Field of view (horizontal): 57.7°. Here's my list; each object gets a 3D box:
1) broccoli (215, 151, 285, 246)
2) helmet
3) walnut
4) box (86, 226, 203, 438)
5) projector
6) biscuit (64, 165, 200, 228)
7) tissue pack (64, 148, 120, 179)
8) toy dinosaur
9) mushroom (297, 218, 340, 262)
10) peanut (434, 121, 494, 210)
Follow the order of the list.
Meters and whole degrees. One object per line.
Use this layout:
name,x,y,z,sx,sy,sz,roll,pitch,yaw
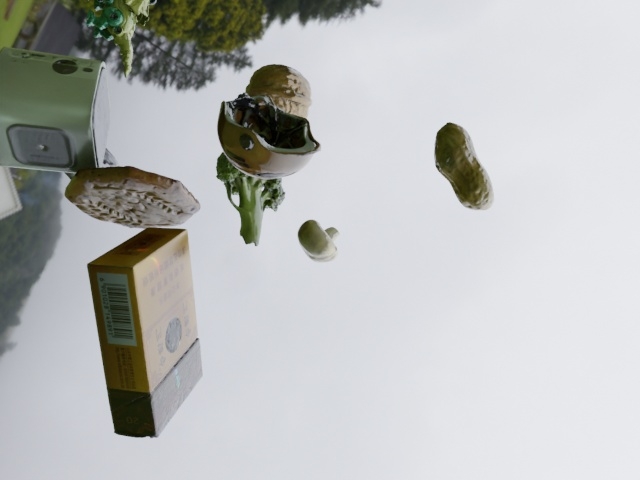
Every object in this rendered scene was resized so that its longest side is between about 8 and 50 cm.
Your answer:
broccoli,-0.234,-0.163,1.937,0.186,0.254,0.302,8,-69,30
helmet,-0.118,-0.200,1.202,0.224,0.198,0.130,41,-53,14
walnut,-0.129,-0.435,1.771,0.213,0.213,0.213,-30,-133,37
box,-0.384,0.203,1.326,0.264,0.115,0.416,-58,149,-69
projector,-0.692,-0.329,1.506,0.248,0.249,0.249,111,-20,-53
biscuit,-0.506,-0.106,1.578,0.359,0.359,0.046,-20,-118,43
tissue pack,-0.771,-0.296,1.831,0.123,0.245,0.332,-38,-170,-5
toy dinosaur,-0.477,-0.510,1.372,0.094,0.153,0.260,89,6,-82
mushroom,0.000,0.000,1.784,0.122,0.154,0.154,-32,-144,-9
peanut,0.311,-0.159,1.279,0.099,0.099,0.214,-33,-99,35
